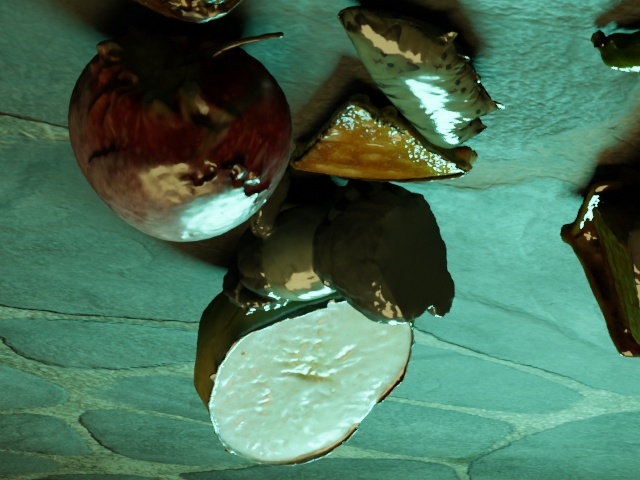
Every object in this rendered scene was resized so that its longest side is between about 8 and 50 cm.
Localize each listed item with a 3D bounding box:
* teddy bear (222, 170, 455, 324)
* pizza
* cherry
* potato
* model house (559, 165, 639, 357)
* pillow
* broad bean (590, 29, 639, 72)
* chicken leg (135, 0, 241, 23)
[{"bbox_3d":[0.009,-0.008,1.548,0.251,0.144,0.171,12,130,30],"label":"teddy bear"},{"bbox_3d":[0.039,-0.099,1.406,0.184,0.036,0.176,-2,157,25],"label":"pizza"},{"bbox_3d":[-0.117,-0.085,1.297,0.192,0.175,0.250,-7,162,0],"label":"cherry"},{"bbox_3d":[-0.032,0.107,1.798,0.246,0.196,0.300,15,129,-30],"label":"potato"},{"bbox_3d":[0.368,0.028,1.484,0.199,0.229,0.220,-8,116,-7],"label":"model house"},{"bbox_3d":[0.096,-0.137,1.263,0.093,0.051,0.241,-4,155,24],"label":"pillow"},{"bbox_3d":[0.325,-0.166,1.136,0.256,0.052,0.053,-10,113,42],"label":"broad bean"},{"bbox_3d":[-0.139,-0.212,1.120,0.178,0.070,0.093,13,161,11],"label":"chicken leg"}]
